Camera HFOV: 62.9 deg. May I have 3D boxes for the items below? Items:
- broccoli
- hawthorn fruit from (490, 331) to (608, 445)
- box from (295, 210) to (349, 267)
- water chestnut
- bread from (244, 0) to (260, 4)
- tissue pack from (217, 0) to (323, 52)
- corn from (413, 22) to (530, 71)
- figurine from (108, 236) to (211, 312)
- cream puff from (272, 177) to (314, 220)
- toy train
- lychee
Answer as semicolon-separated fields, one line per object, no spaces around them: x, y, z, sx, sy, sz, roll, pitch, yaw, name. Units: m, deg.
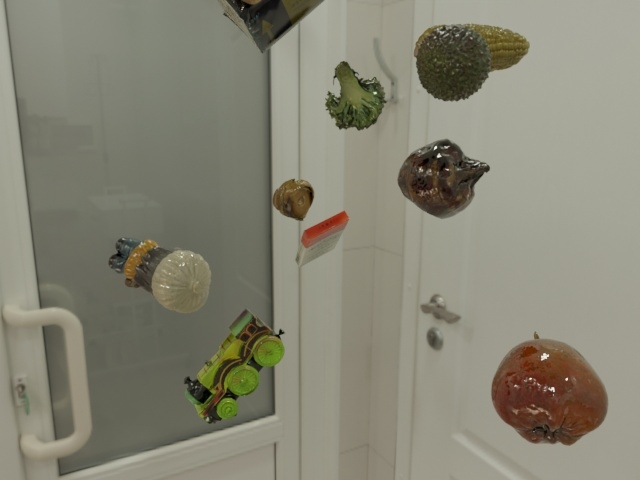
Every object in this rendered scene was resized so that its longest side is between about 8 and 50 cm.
0.122;-0.576;2.071;0.242;0.273;0.180;-31;19;5;broccoli
0.594;0.371;1.373;0.277;0.277;0.298;2;50;8;hawthorn fruit
0.000;0.000;1.537;0.139;0.035;0.245;-27;-16;-17;box
0.404;-0.214;1.746;0.289;0.244;0.289;27;25;-14;water chestnut
-0.213;-0.807;1.288;0.337;0.328;0.148;33;-3;-11;bread
-0.130;-0.829;1.611;0.416;0.264;0.253;-40;-15;4;tissue pack
0.383;-0.486;1.333;0.347;0.130;0.130;-11;17;-27;corn
-0.481;0.091;1.545;0.332;0.185;0.204;21;-3;8;figurine
-0.078;-0.123;1.538;0.104;0.119;0.133;27;-17;31;cream puff
-0.220;0.321;1.330;0.160;0.296;0.100;43;-9;-21;toy train
0.273;-0.367;1.080;0.171;0.171;0.171;0;13;0;lychee
